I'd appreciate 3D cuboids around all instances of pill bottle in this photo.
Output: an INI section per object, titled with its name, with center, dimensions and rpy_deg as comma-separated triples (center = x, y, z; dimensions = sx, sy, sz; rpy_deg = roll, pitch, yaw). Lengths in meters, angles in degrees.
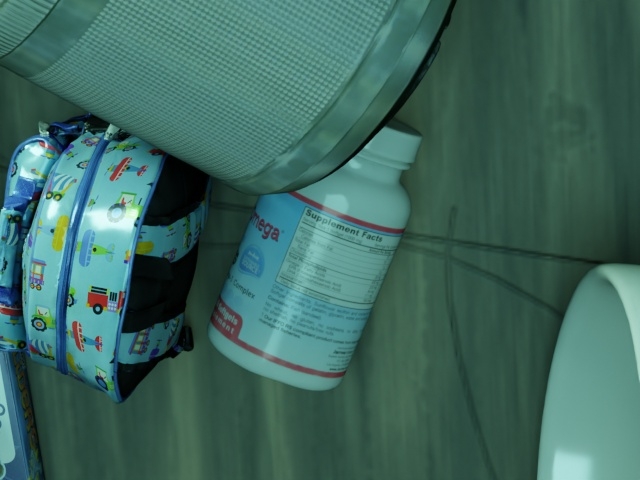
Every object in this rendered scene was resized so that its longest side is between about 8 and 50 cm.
[pill bottle]
center = 0.000, 0.000, 1.049
dimensions = 0.087, 0.087, 0.160
rpy_deg = 22, 100, 0

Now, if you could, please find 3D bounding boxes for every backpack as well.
[backpack]
center = -0.127, 0.009, 1.016
dimensions = 0.116, 0.173, 0.158
rpy_deg = 12, 101, 2

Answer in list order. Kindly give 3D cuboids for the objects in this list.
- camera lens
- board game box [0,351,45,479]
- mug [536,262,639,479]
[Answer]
[camera lens]
center = -0.076, -0.166, 0.922
dimensions = 0.274, 0.219, 0.219
rpy_deg = 27, 102, -24
[board game box]
center = -0.245, 0.130, 1.115
dimensions = 0.136, 0.035, 0.201
rpy_deg = -6, 100, 5
[mug]
center = 0.298, 0.195, 0.994
dimensions = 0.328, 0.276, 0.374
rpy_deg = 4, 130, -4
